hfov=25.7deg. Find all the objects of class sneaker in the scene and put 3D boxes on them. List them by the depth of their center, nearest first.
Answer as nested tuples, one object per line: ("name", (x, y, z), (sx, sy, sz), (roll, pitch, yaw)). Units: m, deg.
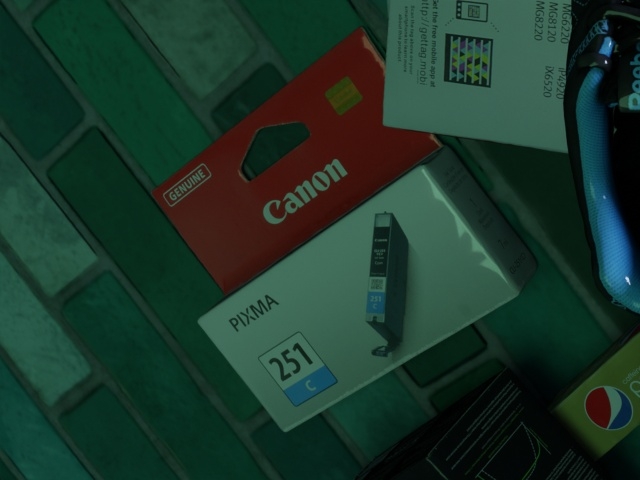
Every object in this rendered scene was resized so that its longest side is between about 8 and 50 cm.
("sneaker", (0.183, -0.125, 0.694), (0.125, 0.140, 0.340), (1, 107, 26))

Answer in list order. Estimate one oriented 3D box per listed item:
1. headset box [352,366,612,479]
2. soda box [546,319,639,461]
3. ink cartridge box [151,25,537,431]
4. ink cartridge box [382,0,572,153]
("headset box", (0.161, 0.290, 1.218), (0.283, 0.131, 0.246), (48, 142, 1))
("soda box", (0.264, 0.110, 1.167), (0.058, 0.061, 0.181), (44, 123, 4))
("ink cartridge box", (0.000, 0.000, 1.256), (0.296, 0.066, 0.261), (-35, 94, 33))
("ink cartridge box", (0.223, -0.157, 0.926), (0.272, 0.309, 0.130), (11, 115, 23))
